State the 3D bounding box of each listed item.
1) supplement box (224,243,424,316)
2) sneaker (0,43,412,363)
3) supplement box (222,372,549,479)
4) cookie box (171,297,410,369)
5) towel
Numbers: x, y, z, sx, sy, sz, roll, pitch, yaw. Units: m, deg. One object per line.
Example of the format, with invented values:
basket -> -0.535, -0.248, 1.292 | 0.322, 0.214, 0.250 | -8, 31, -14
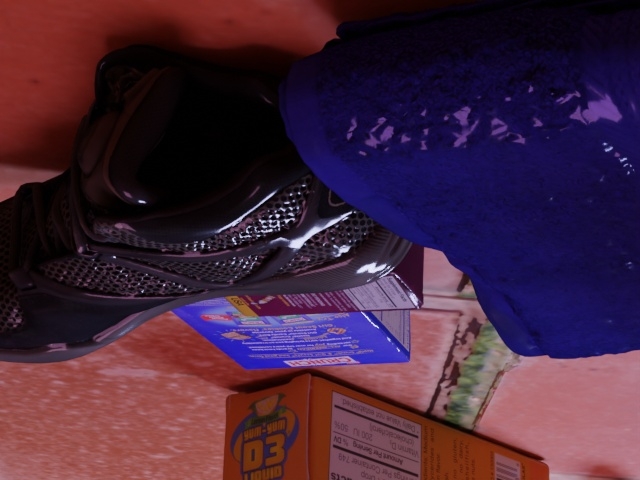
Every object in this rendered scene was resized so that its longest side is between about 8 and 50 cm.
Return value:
supplement box -> 0.000, 0.000, 0.747 | 0.083, 0.055, 0.043 | -5, 156, 19
sneaker -> -0.088, -0.015, 0.691 | 0.228, 0.087, 0.130 | -11, 152, 26
supplement box -> 0.046, 0.152, 1.086 | 0.078, 0.080, 0.233 | -19, 146, 40
cookie box -> -0.015, 0.027, 0.834 | 0.092, 0.040, 0.107 | -4, 156, 20
towel -> 0.169, -0.035, 0.602 | 0.308, 0.076, 0.228 | -6, 154, 29
